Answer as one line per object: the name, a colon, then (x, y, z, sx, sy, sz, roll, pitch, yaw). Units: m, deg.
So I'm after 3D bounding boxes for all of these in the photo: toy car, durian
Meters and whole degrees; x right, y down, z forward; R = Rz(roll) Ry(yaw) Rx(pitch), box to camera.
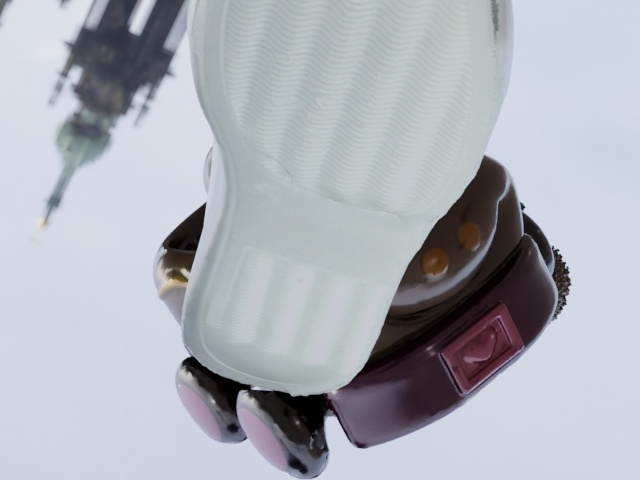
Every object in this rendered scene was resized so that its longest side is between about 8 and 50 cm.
toy car: (0.000, 0.000, 1.201, 0.271, 0.240, 0.341, -36, -160, -23)
durian: (0.170, 0.029, 1.351, 0.080, 0.091, 0.080, 13, -173, -2)

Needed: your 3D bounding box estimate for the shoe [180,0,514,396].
shoe: (0.011, -0.083, 0.742, 0.132, 0.363, 0.160, 13, -126, -1)
